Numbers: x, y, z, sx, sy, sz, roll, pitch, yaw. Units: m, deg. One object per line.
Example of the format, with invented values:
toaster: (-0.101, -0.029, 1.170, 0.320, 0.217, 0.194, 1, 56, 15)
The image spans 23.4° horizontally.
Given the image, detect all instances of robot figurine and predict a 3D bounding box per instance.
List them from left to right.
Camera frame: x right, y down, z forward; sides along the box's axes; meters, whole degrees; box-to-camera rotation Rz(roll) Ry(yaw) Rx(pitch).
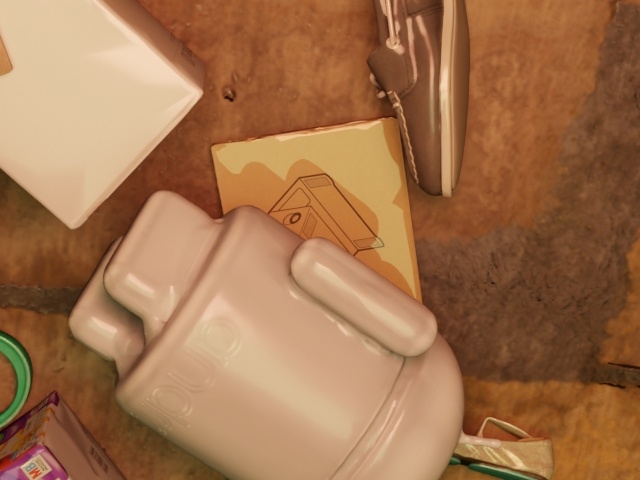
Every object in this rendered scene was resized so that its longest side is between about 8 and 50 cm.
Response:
robot figurine: (-0.028, 0.109, 1.278, 0.353, 0.200, 0.300, 34, 139, -9)

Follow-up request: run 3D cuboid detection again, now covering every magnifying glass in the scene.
magnifying glass: (-0.351, 0.170, 1.380, 0.231, 0.026, 0.092, -44, 102, 7)

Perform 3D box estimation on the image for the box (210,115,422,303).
box: (0.000, 0.000, 1.369, 0.164, 0.021, 0.201, -9, 104, -2)

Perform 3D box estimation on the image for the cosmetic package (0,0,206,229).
cosmetic package: (-0.276, -0.201, 1.207, 0.385, 0.217, 0.156, 41, 97, -13)

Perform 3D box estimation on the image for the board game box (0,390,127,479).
board game box: (-0.304, 0.283, 1.348, 0.275, 0.142, 0.144, -36, 103, 4)

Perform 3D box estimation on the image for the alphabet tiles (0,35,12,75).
alphabet tiles: (-0.372, -0.217, 1.085, 0.342, 0.011, 0.285, -19, 103, 1)

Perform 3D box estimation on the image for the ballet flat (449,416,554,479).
ballet flat: (0.133, 0.184, 1.412, 0.168, 0.057, 0.052, 15, 73, -11)

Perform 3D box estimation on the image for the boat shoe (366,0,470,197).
boat shoe: (0.071, -0.203, 1.293, 0.095, 0.112, 0.335, 0, 98, 14)
